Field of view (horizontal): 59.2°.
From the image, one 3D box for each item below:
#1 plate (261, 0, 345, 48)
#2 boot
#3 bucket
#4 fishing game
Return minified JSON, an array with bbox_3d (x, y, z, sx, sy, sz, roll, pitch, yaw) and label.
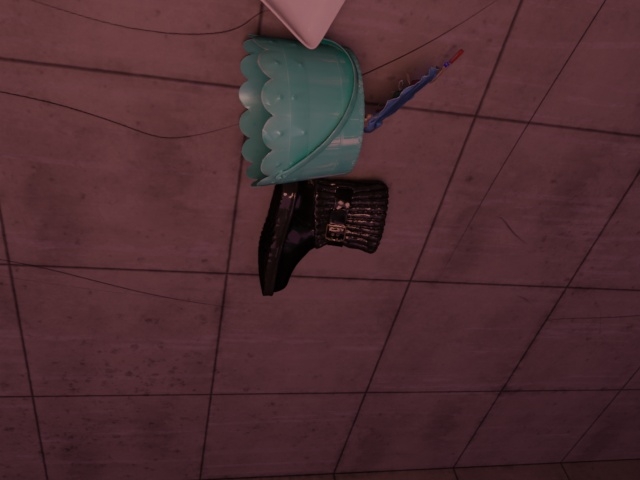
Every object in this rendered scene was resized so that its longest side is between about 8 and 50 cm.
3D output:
[{"bbox_3d":[-0.042,-0.496,0.884,0.278,0.045,0.277,34,84,-38],"label":"plate"},{"bbox_3d":[0.001,0.002,1.326,0.260,0.131,0.347,7,127,-17],"label":"boot"},{"bbox_3d":[-0.042,-0.237,1.040,0.183,0.281,0.281,-4,130,-16],"label":"bucket"},{"bbox_3d":[0.149,-0.277,1.085,0.264,0.189,0.041,-38,91,-17],"label":"fishing game"}]
